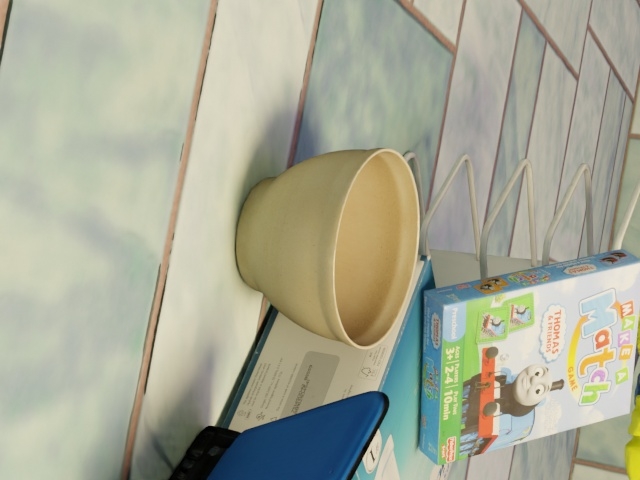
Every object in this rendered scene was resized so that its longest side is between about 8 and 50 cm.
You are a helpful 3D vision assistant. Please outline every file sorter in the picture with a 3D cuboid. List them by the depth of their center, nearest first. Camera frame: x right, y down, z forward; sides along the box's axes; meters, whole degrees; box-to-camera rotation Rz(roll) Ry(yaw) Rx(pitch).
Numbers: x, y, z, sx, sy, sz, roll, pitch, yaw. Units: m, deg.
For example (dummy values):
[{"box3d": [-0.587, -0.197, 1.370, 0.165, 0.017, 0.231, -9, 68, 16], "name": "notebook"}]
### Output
[{"box3d": [0.196, 0.021, 1.377, 0.193, 0.278, 0.173, -55, 143, -48], "name": "file sorter"}]

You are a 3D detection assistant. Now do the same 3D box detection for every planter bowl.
[{"box3d": [0.000, 0.000, 1.077, 0.162, 0.109, 0.162, -28, 122, -58], "name": "planter bowl"}]

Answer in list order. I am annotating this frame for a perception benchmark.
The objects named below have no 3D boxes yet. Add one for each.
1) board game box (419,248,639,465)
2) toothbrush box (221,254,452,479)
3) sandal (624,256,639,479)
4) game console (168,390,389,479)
[{"box3d": [0.190, 0.103, 1.189, 0.211, 0.039, 0.160, -11, 115, -24], "name": "board game box"}, {"box3d": [0.033, 0.175, 1.219, 0.295, 0.126, 0.216, 72, 33, -49], "name": "toothbrush box"}, {"box3d": [0.368, 0.100, 1.307, 0.138, 0.126, 0.317, -8, 109, -68], "name": "sandal"}, {"box3d": [-0.066, 0.272, 0.941, 0.293, 0.173, 0.250, -54, 146, -49], "name": "game console"}]
